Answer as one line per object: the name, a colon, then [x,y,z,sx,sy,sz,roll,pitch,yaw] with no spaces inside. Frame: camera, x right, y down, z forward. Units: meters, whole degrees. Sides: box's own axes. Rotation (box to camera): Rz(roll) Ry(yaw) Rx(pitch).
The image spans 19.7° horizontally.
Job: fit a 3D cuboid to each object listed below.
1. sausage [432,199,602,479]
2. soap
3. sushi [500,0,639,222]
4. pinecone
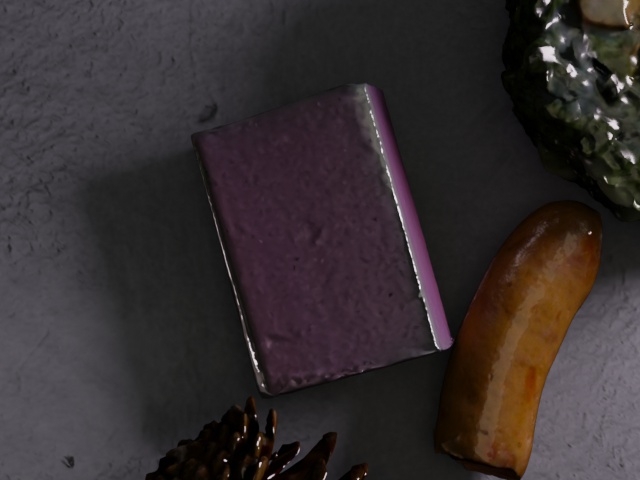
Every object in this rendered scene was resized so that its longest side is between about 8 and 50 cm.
sausage: [0.185,0.087,1.714,0.109,0.109,0.271,24,85,0]
soap: [0.001,0.000,1.701,0.181,0.081,0.259,-18,84,14]
sushi: [0.330,-0.161,1.702,0.352,0.178,0.294,34,87,-3]
pinecone: [-0.030,0.287,1.620,0.292,0.246,0.246,29,84,-10]
